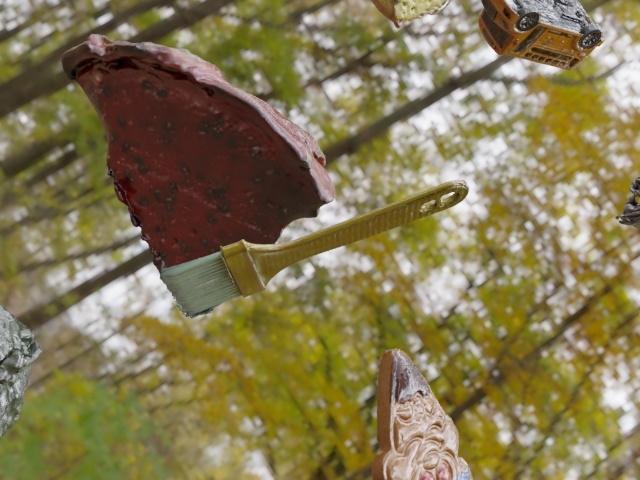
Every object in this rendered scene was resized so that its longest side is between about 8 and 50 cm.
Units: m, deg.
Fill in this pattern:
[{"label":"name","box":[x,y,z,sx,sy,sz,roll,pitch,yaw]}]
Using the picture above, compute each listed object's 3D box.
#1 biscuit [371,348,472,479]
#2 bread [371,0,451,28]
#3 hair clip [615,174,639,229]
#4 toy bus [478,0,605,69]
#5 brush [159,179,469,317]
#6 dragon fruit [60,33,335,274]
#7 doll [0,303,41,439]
[{"label":"biscuit","box":[0.117,0.259,1.586,0.043,0.183,0.280,-4,-81,35]},{"label":"bread","box":[0.158,-0.446,2.092,0.139,0.229,0.143,44,-22,31]},{"label":"hair clip","box":[0.291,-0.018,0.961,0.116,0.049,0.172,26,-9,-40]},{"label":"toy bus","box":[0.270,-0.275,1.738,0.088,0.194,0.083,-48,-126,33]},{"label":"brush","box":[0.000,0.000,0.934,0.082,0.218,0.010,75,-7,-66]},{"label":"dragon fruit","box":[-0.128,-0.154,1.682,0.286,0.228,0.329,-28,-81,34]},{"label":"doll","box":[-0.375,0.131,1.066,0.247,0.247,0.349,57,26,3]}]
